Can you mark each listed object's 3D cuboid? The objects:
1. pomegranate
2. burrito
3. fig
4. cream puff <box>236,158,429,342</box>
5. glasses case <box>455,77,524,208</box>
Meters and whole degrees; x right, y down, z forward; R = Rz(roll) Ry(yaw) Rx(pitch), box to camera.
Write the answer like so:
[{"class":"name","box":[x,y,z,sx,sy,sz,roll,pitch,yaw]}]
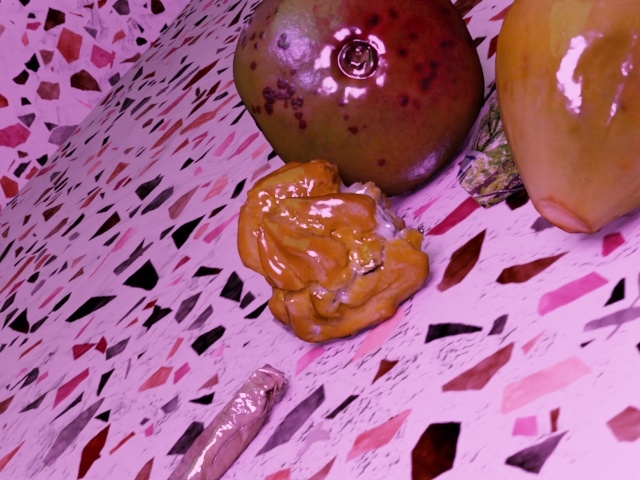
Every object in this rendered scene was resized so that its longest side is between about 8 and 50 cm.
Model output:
[{"class":"pomegranate","box":[0.029,-0.182,1.452,0.291,0.291,0.323,-50,11,-19]},{"class":"burrito","box":[-0.099,0.204,1.247,0.188,0.045,0.058,-49,-3,-11]},{"class":"fig","box":[0.255,-0.129,1.068,0.207,0.207,0.230,-28,49,32]},{"class":"cream puff","box":[-0.004,0.004,1.288,0.194,0.195,0.221,-42,18,1]},{"class":"glasses case","box":[0.223,-0.161,1.327,0.095,0.062,0.272,-32,24,44]}]
